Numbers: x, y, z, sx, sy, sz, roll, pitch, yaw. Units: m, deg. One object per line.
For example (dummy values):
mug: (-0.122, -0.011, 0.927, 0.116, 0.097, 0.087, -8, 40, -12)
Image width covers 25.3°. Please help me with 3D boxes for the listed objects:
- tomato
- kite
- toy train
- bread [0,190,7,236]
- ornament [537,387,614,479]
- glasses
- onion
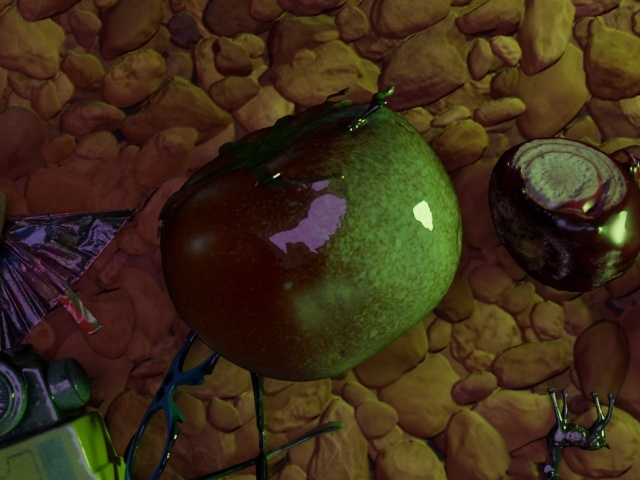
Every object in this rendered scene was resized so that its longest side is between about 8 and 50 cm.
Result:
tomato: (0.000, 0.000, 1.434, 0.303, 0.303, 0.239, -28, 106, 4)
kite: (-0.306, 0.031, 1.606, 0.241, 0.014, 0.183, -43, 81, 0)
toy train: (-0.400, 0.261, 1.534, 0.369, 0.150, 0.237, -22, 88, 7)
bread: (-0.428, 0.023, 1.589, 0.125, 0.068, 0.188, 10, 85, 17)
ornament: (0.268, 0.219, 1.504, 0.073, 0.028, 0.125, 7, 83, 8)
glasses: (-0.089, 0.191, 1.509, 0.207, 0.102, 0.239, 24, 80, 7)
onion: (0.272, -0.031, 1.492, 0.198, 0.135, 0.173, -25, 58, -34)
